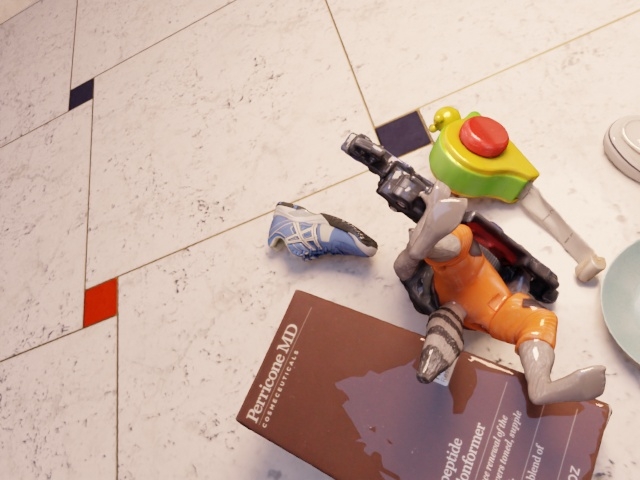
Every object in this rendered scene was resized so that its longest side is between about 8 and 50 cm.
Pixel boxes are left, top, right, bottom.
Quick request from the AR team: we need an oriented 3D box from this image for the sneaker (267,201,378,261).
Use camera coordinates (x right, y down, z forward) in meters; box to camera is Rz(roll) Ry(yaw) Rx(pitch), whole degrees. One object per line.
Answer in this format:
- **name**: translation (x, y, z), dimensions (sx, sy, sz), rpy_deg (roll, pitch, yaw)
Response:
- **sneaker**: translation (0.000, 0.000, 0.759), dimensions (0.211, 0.080, 0.081), rpy_deg (16, 79, 39)

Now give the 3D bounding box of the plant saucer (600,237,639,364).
- **plant saucer**: translation (0.437, 0.080, 0.546), dimensions (0.195, 0.037, 0.194), rpy_deg (-9, 63, 18)

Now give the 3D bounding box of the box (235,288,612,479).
- **box**: translation (0.110, 0.215, 0.565), dimensions (0.382, 0.143, 0.191), rpy_deg (15, 73, 31)

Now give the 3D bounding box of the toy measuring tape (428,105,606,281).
- **toy measuring tape**: translation (0.246, -0.073, 0.658), dimensions (0.121, 0.121, 0.330), rpy_deg (-32, 62, 7)

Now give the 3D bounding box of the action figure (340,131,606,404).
- **action figure**: translation (0.127, 0.025, 0.548), dimensions (0.341, 0.330, 0.178), rpy_deg (37, 95, 3)

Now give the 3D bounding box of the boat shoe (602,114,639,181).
- **boat shoe**: translation (0.486, -0.093, 0.578), dimensions (0.096, 0.088, 0.267), rpy_deg (-41, 57, 1)
